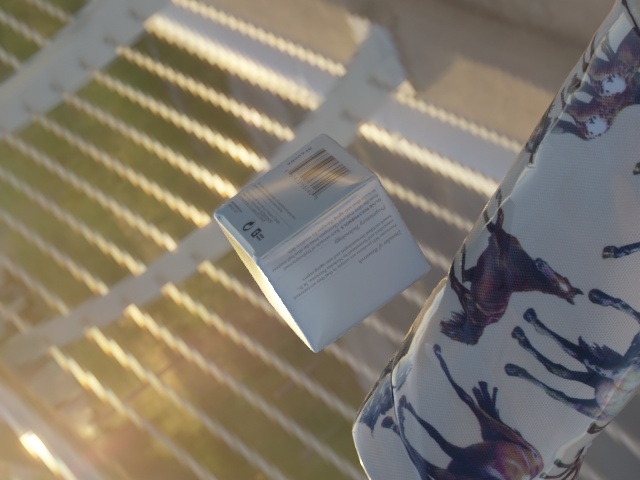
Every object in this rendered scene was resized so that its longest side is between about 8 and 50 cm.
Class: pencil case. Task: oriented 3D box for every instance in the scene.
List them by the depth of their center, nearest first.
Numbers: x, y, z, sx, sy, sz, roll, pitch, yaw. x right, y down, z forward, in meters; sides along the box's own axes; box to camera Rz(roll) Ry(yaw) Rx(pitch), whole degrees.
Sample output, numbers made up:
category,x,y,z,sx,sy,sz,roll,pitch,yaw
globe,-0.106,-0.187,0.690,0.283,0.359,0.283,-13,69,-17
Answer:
category,x,y,z,sx,sy,sz,roll,pitch,yaw
pencil case,0.180,0.034,1.155,0.183,0.160,0.410,34,119,5

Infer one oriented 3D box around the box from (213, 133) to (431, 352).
category,x,y,z,sx,sy,sz,roll,pitch,yaw
box,0.000,0.000,1.182,0.087,0.102,0.101,57,174,-29
